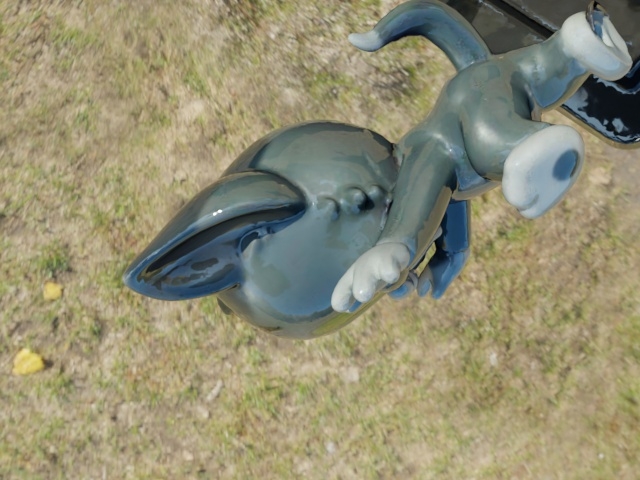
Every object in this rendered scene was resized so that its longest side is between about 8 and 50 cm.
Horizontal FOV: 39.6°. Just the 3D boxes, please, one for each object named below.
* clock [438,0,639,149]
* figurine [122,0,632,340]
[{"bbox_3d":[0.244,-0.246,0.738,0.273,0.279,0.049,-50,150,4],"label":"clock"},{"bbox_3d":[0.034,-0.033,0.466,0.140,0.193,0.265,42,112,3],"label":"figurine"}]
